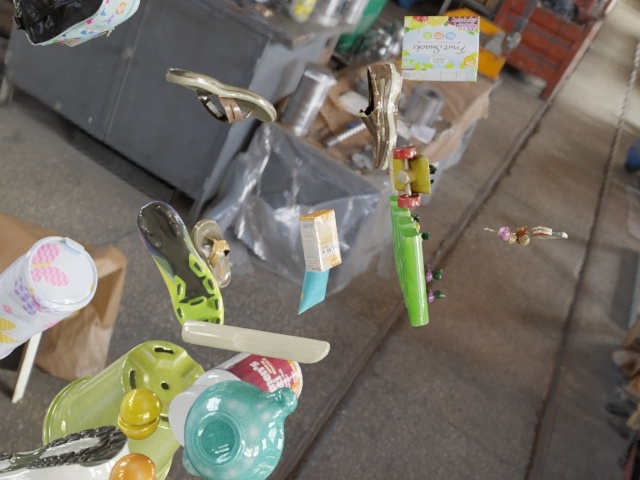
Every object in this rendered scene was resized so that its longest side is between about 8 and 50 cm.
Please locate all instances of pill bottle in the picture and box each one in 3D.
[{"bbox_3d":[-0.134,0.253,1.250,0.121,0.121,0.221,37,28,18],"label":"pill bottle"}]

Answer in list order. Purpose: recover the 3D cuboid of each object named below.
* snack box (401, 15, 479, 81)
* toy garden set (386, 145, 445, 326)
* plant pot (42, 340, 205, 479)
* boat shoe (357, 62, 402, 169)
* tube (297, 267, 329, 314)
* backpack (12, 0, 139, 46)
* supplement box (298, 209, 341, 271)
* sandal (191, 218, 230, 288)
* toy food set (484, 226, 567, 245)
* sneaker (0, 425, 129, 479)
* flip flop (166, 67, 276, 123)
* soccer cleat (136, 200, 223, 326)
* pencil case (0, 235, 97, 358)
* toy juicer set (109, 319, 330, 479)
[{"bbox_3d":[0.333,-0.532,2.148,0.207,0.070,0.174,3,70,11],"label":"snack box"},{"bbox_3d":[0.119,-0.030,0.982,0.049,0.204,0.244,-6,14,3],"label":"toy garden set"},{"bbox_3d":[-0.348,0.328,1.480,0.276,0.254,0.276,27,40,-25],"label":"plant pot"},{"bbox_3d":[0.134,-0.301,1.882,0.095,0.257,0.095,2,14,-11],"label":"boat shoe"},{"bbox_3d":[-0.009,0.085,1.736,0.080,0.207,0.052,-24,54,-29],"label":"tube"},{"bbox_3d":[-0.461,-0.504,1.487,0.191,0.253,0.225,-22,95,-53],"label":"backpack"},{"bbox_3d":[0.000,0.000,1.356,0.036,0.098,0.062,0,15,36],"label":"supplement box"},{"bbox_3d":[-0.218,0.030,1.639,0.049,0.180,0.072,16,44,37],"label":"sandal"},{"bbox_3d":[0.336,-0.007,1.283,0.078,0.019,0.122,17,-13,-39],"label":"toy food set"},{"bbox_3d":[-0.476,0.434,1.223,0.410,0.182,0.158,-15,7,11],"label":"sneaker"},{"bbox_3d":[-0.215,-0.298,1.667,0.112,0.080,0.277,12,-1,43],"label":"flip flop"},{"bbox_3d":[-0.259,0.056,1.471,0.289,0.093,0.121,65,-5,-3],"label":"soccer cleat"},{"bbox_3d":[-0.449,0.092,1.164,0.113,0.273,0.124,46,40,-20],"label":"pencil case"},{"bbox_3d":[-0.142,0.224,0.974,0.209,0.329,0.089,29,2,18],"label":"toy juicer set"}]
